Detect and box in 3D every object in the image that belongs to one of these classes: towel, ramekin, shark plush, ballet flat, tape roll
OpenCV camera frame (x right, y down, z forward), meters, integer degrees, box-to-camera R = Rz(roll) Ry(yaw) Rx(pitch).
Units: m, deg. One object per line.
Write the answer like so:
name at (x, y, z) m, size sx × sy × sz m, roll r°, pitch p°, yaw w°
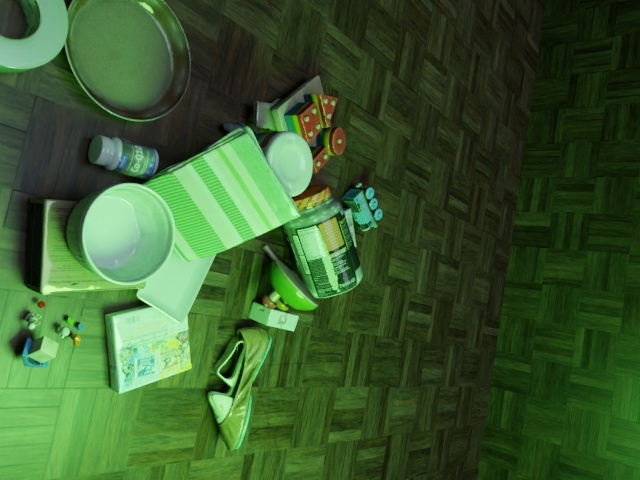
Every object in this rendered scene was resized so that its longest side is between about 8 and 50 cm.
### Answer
towel at (-0.247, -0.093, 1.268) m, size 0.248 × 0.325 × 0.038 m, roll 59°, pitch 16°, yaw -24°
ramekin at (-0.418, -0.017, 1.122) m, size 0.207 × 0.109 × 0.207 m, roll -7°, pitch 100°, yaw -49°
shark plush at (-0.187, -0.278, 1.479) m, size 0.073 × 0.161 × 0.067 m, roll -62°, pitch 174°, yaw -12°
ballet flat at (-0.242, 0.402, 1.516) m, size 0.124 × 0.116 × 0.342 m, roll 24°, pitch 74°, yaw -27°
tape roll at (-0.603, -0.434, 1.028) m, size 0.219 × 0.072 × 0.219 m, roll -7°, pitch 99°, yaw -48°

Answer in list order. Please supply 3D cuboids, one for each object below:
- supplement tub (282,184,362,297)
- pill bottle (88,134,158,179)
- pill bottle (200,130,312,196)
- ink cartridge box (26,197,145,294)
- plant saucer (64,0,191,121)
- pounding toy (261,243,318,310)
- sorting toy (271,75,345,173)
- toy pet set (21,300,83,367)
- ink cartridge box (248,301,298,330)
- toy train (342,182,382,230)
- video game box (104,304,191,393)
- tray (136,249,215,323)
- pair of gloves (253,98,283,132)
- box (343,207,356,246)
supplement tub at (0.000, 0.000, 1.667) m, size 0.193 × 0.194 × 0.316 m, roll -33°, pitch 112°, yaw -42°
pill bottle at (-0.446, -0.190, 1.229) m, size 0.137 × 0.078 × 0.078 m, roll 12°, pitch 85°, yaw -49°
pill bottle at (-0.174, -0.191, 1.388) m, size 0.161 × 0.283 × 0.161 m, roll -6°, pitch 98°, yaw -49°
ink cartridge box at (-0.501, 0.011, 1.179) m, size 0.235 × 0.088 × 0.193 m, roll 2°, pitch 93°, yaw -50°
plant saucer at (-0.439, -0.429, 1.237) m, size 0.311 × 0.050 × 0.310 m, roll -7°, pitch 99°, yaw -50°
pounding toy at (-0.116, 0.143, 1.579) m, size 0.110 × 0.237 × 0.183 m, roll -43°, pitch 124°, yaw 2°
sorting toy at (-0.015, -0.337, 1.659) m, size 0.255 × 0.089 × 0.257 m, roll -52°, pitch 137°, yaw -42°
toy pet set at (-0.581, 0.209, 1.146) m, size 0.122 × 0.065 × 0.114 m, roll 51°, pitch 22°, yaw -42°
ink cartridge box at (-0.141, 0.227, 1.617) m, size 0.122 × 0.089 × 0.052 m, roll 25°, pitch 81°, yaw -47°
toy train at (0.151, -0.116, 1.936) m, size 0.105 × 0.080 × 0.184 m, roll -45°, pitch 128°, yaw -26°
video game box at (-0.418, 0.252, 1.331) m, size 0.205 × 0.048 × 0.187 m, roll -9°, pitch 98°, yaw -49°
tray at (-0.353, 0.061, 1.365) m, size 0.145 × 0.030 × 0.270 m, roll 43°, pitch 52°, yaw -34°
pair of gloves at (-0.131, -0.298, 1.614) m, size 0.204 × 0.042 × 0.240 m, roll -22°, pitch 115°, yaw -51°
box at (0.045, -0.017, 1.848) m, size 0.186 × 0.038 × 0.145 m, roll -27°, pitch 114°, yaw -45°
